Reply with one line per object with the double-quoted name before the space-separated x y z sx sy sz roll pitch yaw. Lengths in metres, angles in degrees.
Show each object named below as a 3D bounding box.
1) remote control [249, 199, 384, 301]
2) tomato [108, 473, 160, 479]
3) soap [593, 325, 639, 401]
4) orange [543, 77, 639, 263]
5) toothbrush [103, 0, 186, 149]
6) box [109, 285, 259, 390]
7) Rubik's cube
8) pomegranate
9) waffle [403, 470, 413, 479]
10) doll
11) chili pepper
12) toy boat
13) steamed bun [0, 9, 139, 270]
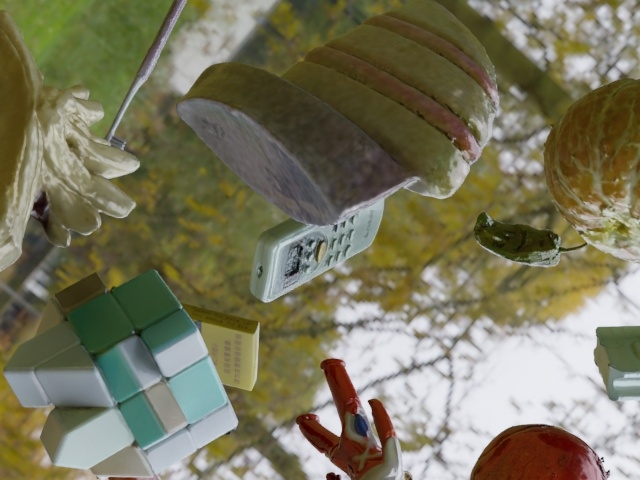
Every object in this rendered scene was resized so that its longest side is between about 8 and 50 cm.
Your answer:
"remote control" 0.000 0.000 2.217 0.296 0.056 0.140 -27 142 -41
"tomato" -0.349 0.436 2.441 0.069 0.155 0.155 -43 -172 -2
"soap" 0.657 0.230 2.481 0.150 0.261 0.094 -97 -173 -61
"orange" 0.511 -0.113 2.037 0.329 0.329 0.249 -38 -158 56
"toothbrush" -0.222 -0.249 1.762 0.024 0.029 0.354 124 -9 -85
"box" -0.247 0.176 2.332 0.041 0.278 0.153 -69 168 -46
"Rubik's cube" -0.235 0.174 1.521 0.213 0.224 0.265 -29 -138 -14
"pomegranate" 0.317 0.385 1.927 0.235 0.210 0.210 -50 -172 5
"waffle" 0.081 0.622 2.470 0.077 0.348 0.304 -9 172 41
"doll" 0.073 0.367 2.142 0.188 0.099 0.384 -65 -145 27
"chili pepper" 0.357 0.010 2.212 0.072 0.204 0.073 -57 152 -32
"toy boat" 0.038 -0.123 1.165 0.293 0.111 0.276 -24 -138 -11
"steamed bun" -0.373 -0.116 1.617 0.247 0.189 0.428 -23 -127 3
